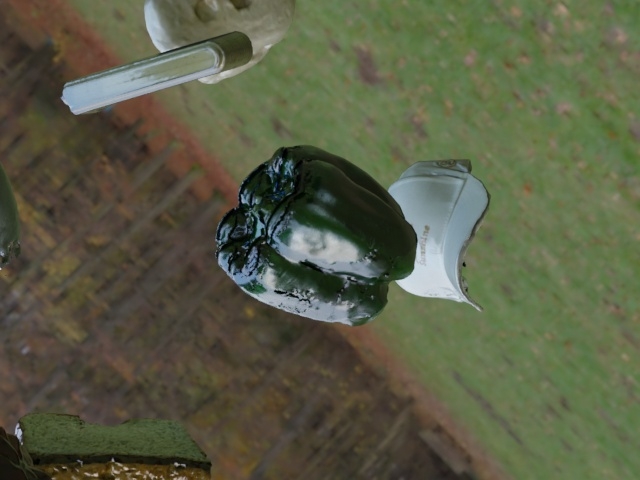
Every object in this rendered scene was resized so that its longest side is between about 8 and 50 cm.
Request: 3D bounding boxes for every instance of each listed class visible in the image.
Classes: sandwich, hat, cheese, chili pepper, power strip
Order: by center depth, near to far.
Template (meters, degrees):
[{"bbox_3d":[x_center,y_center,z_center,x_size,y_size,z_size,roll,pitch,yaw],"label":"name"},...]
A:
[{"bbox_3d":[0.000,0.000,1.723,0.257,0.233,0.248,26,-159,-19],"label":"chili pepper"},{"bbox_3d":[-0.315,0.321,1.763,0.273,0.095,0.249,5,-172,-17],"label":"sandwich"},{"bbox_3d":[-0.278,-0.258,1.929,0.388,0.092,0.066,-8,103,36],"label":"power strip"},{"bbox_3d":[0.189,0.009,2.038,0.301,0.168,0.257,-108,16,-75],"label":"hat"},{"bbox_3d":[-0.170,-0.391,2.096,0.173,0.248,0.251,65,-163,10],"label":"cheese"}]

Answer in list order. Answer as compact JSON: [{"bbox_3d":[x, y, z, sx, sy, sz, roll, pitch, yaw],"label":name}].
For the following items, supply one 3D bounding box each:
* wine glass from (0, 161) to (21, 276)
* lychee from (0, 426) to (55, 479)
[{"bbox_3d":[-0.539,-0.106,1.743,0.190,0.190,0.357,42,140,48],"label":"wine glass"},{"bbox_3d":[-0.428,0.364,1.219,0.500,0.424,0.424,6,158,22],"label":"lychee"}]
